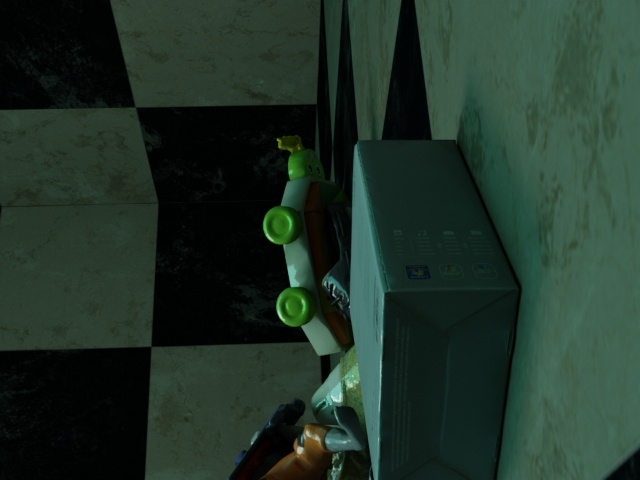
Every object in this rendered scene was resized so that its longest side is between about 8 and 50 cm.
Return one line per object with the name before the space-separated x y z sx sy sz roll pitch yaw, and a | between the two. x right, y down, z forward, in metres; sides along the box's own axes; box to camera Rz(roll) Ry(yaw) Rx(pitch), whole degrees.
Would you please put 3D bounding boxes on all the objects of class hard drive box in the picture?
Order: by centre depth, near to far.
hard drive box | 0.076 0.049 0.718 0.232 0.089 0.181 -97 6 -59

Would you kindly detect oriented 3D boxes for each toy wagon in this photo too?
toy wagon | 0.000 0.000 1.416 0.267 0.068 0.344 5 -106 -68

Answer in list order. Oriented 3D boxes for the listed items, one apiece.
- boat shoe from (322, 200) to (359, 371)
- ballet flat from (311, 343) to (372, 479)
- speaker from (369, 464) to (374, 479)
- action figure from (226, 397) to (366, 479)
boat shoe | 0.048 0.062 1.284 0.103 0.092 0.285 89 179 -57
ballet flat | 0.039 0.275 1.398 0.123 0.123 0.349 -95 4 -51
speaker | 0.082 0.315 1.110 0.055 0.055 0.136 -94 4 -46
action figure | -0.066 0.376 1.250 0.341 0.178 0.330 -53 -7 -21
